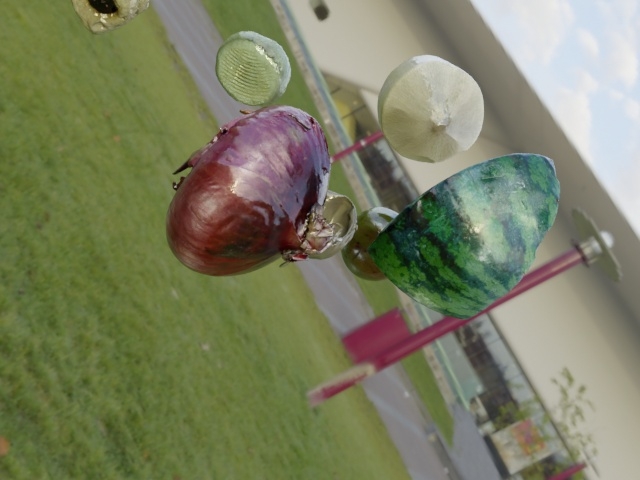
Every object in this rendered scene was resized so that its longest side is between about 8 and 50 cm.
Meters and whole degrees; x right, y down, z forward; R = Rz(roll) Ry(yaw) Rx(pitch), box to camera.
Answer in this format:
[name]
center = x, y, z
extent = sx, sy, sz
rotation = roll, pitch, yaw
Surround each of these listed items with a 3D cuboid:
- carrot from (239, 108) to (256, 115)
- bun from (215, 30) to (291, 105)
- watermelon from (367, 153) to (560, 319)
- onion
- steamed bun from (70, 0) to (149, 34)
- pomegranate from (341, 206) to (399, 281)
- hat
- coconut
[carrot]
center = -0.171, -0.356, 2.288
extent = 0.142, 0.035, 0.035
rotation = 20, 31, -35
[bun]
center = -0.163, -0.436, 1.988
extent = 0.195, 0.195, 0.118
rotation = 60, 34, -14
[watermelon]
center = 0.313, 0.004, 1.508
extent = 0.319, 0.292, 0.222
rotation = -3, 59, -42
[onion]
center = -0.095, -0.060, 1.382
extent = 0.285, 0.347, 0.347
rotation = 38, -1, 14
[steamed bun]
center = -0.416, -0.521, 1.623
extent = 0.155, 0.172, 0.141
rotation = -2, -58, 51
[pomegranate]
center = 0.109, -0.007, 1.811
extent = 0.209, 0.180, 0.180
rotation = 37, 5, 1
[hat]
center = 0.000, 0.000, 1.677
extent = 0.173, 0.144, 0.166
rotation = 97, 9, -61
[coconut]
center = 0.251, -0.300, 1.819
extent = 0.237, 0.237, 0.266
rotation = 59, 4, -23
